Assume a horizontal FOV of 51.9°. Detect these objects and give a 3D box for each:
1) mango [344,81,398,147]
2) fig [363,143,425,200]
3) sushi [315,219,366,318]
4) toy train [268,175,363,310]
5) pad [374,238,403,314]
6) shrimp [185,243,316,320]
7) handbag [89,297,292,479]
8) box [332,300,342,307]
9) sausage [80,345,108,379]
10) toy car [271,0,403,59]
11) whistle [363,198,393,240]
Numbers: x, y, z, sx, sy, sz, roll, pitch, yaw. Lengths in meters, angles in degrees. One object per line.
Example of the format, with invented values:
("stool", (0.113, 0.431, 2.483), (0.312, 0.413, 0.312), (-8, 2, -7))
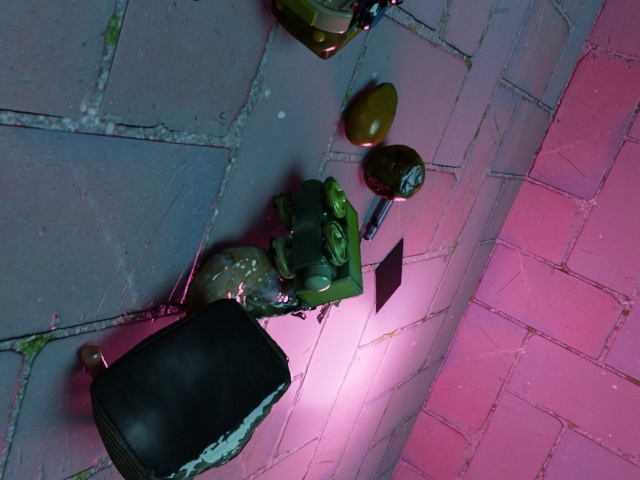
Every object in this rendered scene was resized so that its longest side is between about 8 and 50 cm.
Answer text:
("mango", (0.118, -0.281, 1.496), (0.165, 0.089, 0.115), (-49, 142, -33))
("fig", (0.194, -0.174, 1.680), (0.154, 0.144, 0.166), (-35, -173, 21))
("sushi", (0.030, 0.079, 1.642), (0.264, 0.050, 0.290), (-62, 173, -11))
("toy train", (0.000, 0.000, 1.369), (0.188, 0.159, 0.272), (51, 29, -46))
("pad", (0.228, 0.123, 2.183), (0.170, 0.006, 0.246), (-46, 149, -29))
("shrimp", (-0.132, 0.126, 1.411), (0.221, 0.110, 0.445), (-59, 151, 5))
("handbag", (-0.231, 0.290, 1.183), (0.340, 0.247, 0.240), (-34, 166, -30))
("box", (0.065, 0.137, 1.807), (0.090, 0.024, 0.167), (-62, 175, 0))
("sausage", (-0.376, 0.206, 1.101), (0.034, 0.034, 0.083), (-45, 151, -33))
("toy car", (0.026, -0.414, 1.119), (0.248, 0.204, 0.198), (-47, 174, -26))
("whistle", (0.171, -0.077, 1.850), (0.177, 0.033, 0.033), (-61, 155, -4))
